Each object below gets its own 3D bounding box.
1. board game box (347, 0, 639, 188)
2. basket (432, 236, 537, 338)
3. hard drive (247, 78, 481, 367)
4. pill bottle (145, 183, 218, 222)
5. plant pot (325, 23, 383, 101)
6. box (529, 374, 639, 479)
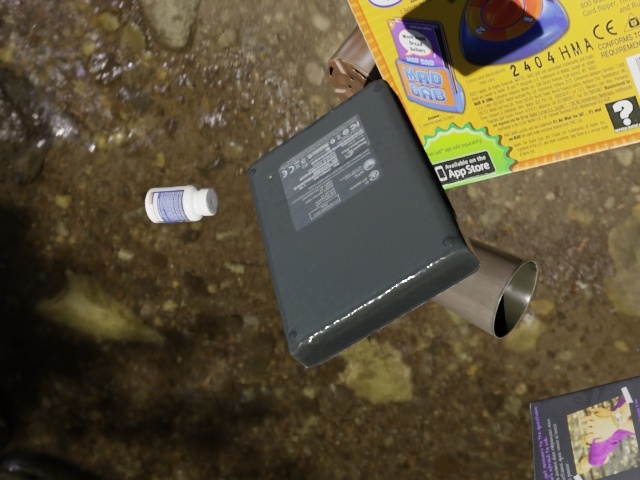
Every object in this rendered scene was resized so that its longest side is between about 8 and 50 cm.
[{"bbox_3d":[0.267,-0.314,0.883,0.356,0.356,0.356,-12,111,42],"label":"board game box"},{"bbox_3d":[0.260,0.062,1.581,0.227,0.204,0.154,26,88,26],"label":"basket"},{"bbox_3d":[0.014,-0.014,0.425,0.094,0.135,0.022,-32,132,15],"label":"hard drive"},{"bbox_3d":[-0.246,-0.067,1.530,0.120,0.067,0.067,-2,123,22],"label":"pill bottle"},{"bbox_3d":[0.106,-0.295,1.385,0.165,0.167,0.167,-50,117,-19],"label":"plant pot"},{"bbox_3d":[0.410,0.252,1.025,0.165,0.143,0.270,23,147,-32],"label":"box"}]
